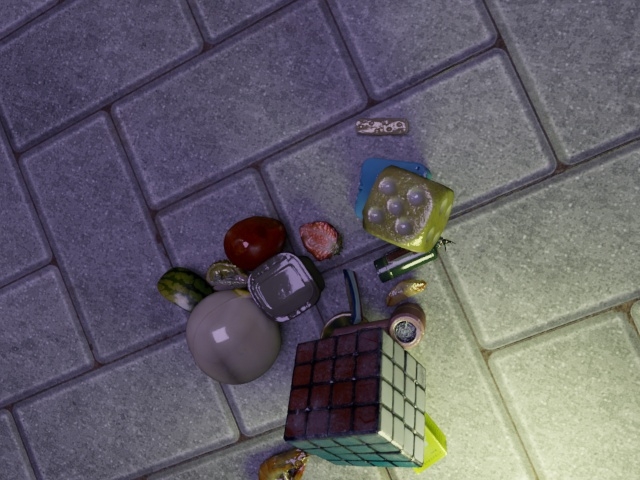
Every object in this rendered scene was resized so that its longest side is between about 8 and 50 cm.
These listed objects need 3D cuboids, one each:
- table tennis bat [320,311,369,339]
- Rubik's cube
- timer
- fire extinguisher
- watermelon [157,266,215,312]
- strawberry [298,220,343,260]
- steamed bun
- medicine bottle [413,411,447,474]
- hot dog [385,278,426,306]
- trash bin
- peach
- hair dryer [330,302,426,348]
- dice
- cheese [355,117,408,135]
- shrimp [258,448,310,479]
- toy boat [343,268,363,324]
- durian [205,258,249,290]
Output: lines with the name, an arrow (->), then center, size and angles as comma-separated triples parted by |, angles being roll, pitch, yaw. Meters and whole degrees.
table tennis bat -> 0.065, 0.413, 1.860 | 0.198, 0.050, 0.321 | 43, 95, 6
Rubik's cube -> 0.126, 0.524, 1.597 | 0.345, 0.337, 0.343 | -16, 47, 32
timer -> 0.263, -0.177, 1.797 | 0.250, 0.091, 0.231 | 12, 95, 23
fire extinguisher -> 0.338, 0.051, 1.764 | 0.295, 0.118, 0.093 | -26, 121, 12
watermelon -> -0.513, 0.185, 1.919 | 0.304, 0.159, 0.128 | 30, 94, 11
strawberry -> 0.000, 0.000, 1.842 | 0.187, 0.082, 0.146 | 31, 92, 16
steamed bun -> -0.312, 0.350, 1.783 | 0.334, 0.373, 0.333 | -11, 45, 11
medicine bottle -> 0.325, 0.681, 1.761 | 0.137, 0.141, 0.250 | -41, 83, 13
hot dog -> 0.306, 0.178, 1.787 | 0.169, 0.061, 0.078 | -30, 128, 13
trash bin -> -0.105, 0.158, 1.780 | 0.220, 0.250, 0.219 | -32, 86, 11
peach -> -0.238, 0.009, 1.817 | 0.244, 0.243, 0.199 | -25, 93, 12
hair dryer -> 0.197, 0.322, 1.743 | 0.353, 0.210, 0.125 | -14, 90, 14
dice -> 0.289, -0.101, 1.606 | 0.227, 0.238, 0.233 | 25, 100, 23
cheese -> 0.226, -0.418, 1.799 | 0.194, 0.043, 0.064 | 4, 91, 11
shrimp -> -0.113, 0.890, 1.899 | 0.287, 0.063, 0.152 | -30, 88, 15
toy boat -> 0.118, 0.197, 1.791 | 0.046, 0.080, 0.228 | -4, 50, -3
durian -> -0.340, 0.134, 1.903 | 0.208, 0.102, 0.146 | 14, 123, 7
